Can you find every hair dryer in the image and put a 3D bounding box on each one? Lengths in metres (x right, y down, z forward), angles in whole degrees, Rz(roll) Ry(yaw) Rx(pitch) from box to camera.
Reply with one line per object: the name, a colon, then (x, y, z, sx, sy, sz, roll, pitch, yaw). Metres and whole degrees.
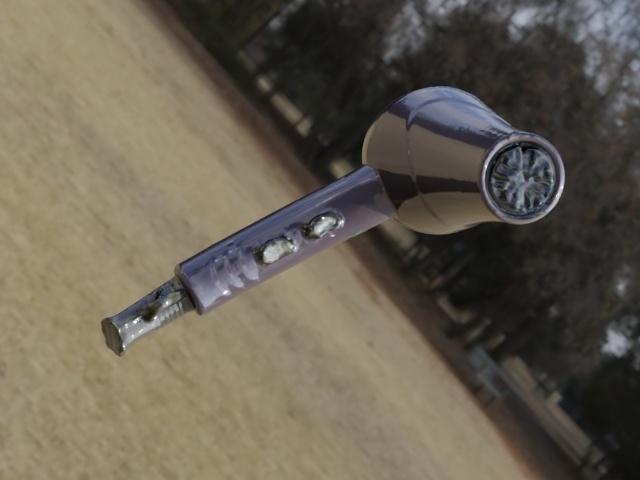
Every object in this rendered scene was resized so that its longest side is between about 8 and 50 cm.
hair dryer: (0.000, 0.000, 1.046, 0.121, 0.361, 0.301, 62, -6, -11)
